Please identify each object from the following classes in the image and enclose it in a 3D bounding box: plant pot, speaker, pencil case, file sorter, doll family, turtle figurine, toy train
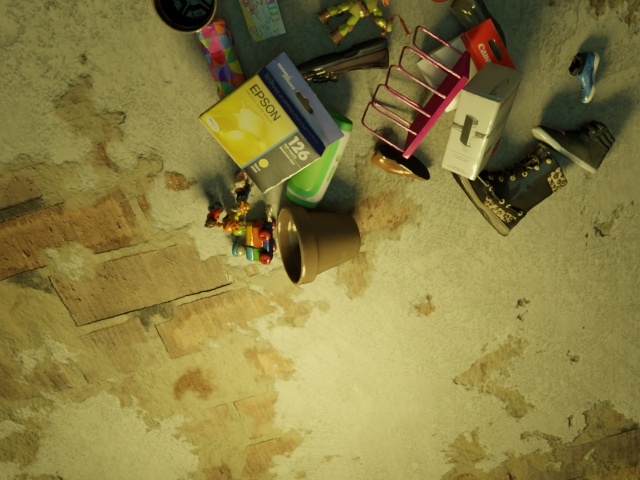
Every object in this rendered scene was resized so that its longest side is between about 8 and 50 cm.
[{"bbox_3d":[-0.358,-0.656,1.475,0.167,0.165,0.167,-2,116,-4],"label":"plant pot"},{"bbox_3d":[-0.006,-0.258,1.723,0.131,0.131,0.296,19,113,-13],"label":"speaker"},{"bbox_3d":[0.000,0.000,1.809,0.229,0.263,0.263,-11,118,-20],"label":"plant pot"},{"bbox_3d":[-0.286,-0.521,1.587,0.104,0.104,0.236,-14,115,3],"label":"pencil case"},{"bbox_3d":[0.268,-0.432,1.572,0.182,0.202,0.291,30,129,-8],"label":"file sorter"},{"bbox_3d":[-0.268,-0.115,1.752,0.118,0.163,0.263,32,110,-18],"label":"doll family"},{"bbox_3d":[0.116,-0.648,1.539,0.217,0.087,0.269,-32,101,16],"label":"turtle figurine"},{"bbox_3d":[-0.228,-0.043,1.835,0.143,0.105,0.248,5,117,8],"label":"toy train"}]

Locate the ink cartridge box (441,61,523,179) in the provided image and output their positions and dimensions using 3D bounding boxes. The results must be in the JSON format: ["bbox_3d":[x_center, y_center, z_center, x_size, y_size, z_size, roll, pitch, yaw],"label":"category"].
[{"bbox_3d":[0.466,-0.347,1.582,0.114,0.197,0.273,28,140,20],"label":"ink cartridge box"}]

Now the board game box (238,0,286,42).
[{"bbox_3d":[-0.171,-0.660,1.564,0.103,0.026,0.154,-17,116,4],"label":"board game box"}]

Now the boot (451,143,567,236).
[{"bbox_3d":[0.613,-0.213,1.786,0.284,0.138,0.377,-38,117,15],"label":"boot"}]

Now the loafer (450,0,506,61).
[{"bbox_3d":[0.468,-0.624,1.610,0.087,0.094,0.251,-20,120,40],"label":"loafer"}]

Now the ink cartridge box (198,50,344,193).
[{"bbox_3d":[-0.139,-0.329,1.588,0.307,0.072,0.303,-30,115,22],"label":"ink cartridge box"}]

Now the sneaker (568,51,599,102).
[{"bbox_3d":[0.810,-0.507,1.698,0.084,0.058,0.152,-3,113,-10],"label":"sneaker"}]

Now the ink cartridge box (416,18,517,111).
[{"bbox_3d":[0.432,-0.513,1.620,0.232,0.066,0.189,-18,121,39],"label":"ink cartridge box"}]

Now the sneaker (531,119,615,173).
[{"bbox_3d":[0.823,-0.342,1.764,0.295,0.104,0.147,23,111,-21],"label":"sneaker"}]

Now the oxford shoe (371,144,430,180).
[{"bbox_3d":[0.264,-0.245,1.794,0.212,0.076,0.076,23,143,-17],"label":"oxford shoe"}]

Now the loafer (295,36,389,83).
[{"bbox_3d":[0.062,-0.510,1.617,0.302,0.109,0.095,-19,121,2],"label":"loafer"}]
